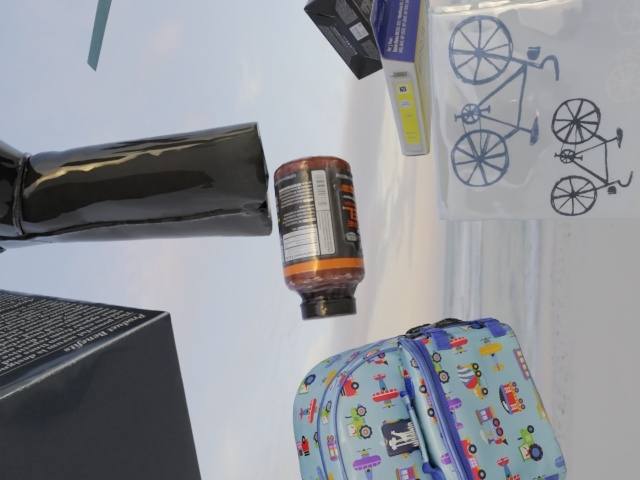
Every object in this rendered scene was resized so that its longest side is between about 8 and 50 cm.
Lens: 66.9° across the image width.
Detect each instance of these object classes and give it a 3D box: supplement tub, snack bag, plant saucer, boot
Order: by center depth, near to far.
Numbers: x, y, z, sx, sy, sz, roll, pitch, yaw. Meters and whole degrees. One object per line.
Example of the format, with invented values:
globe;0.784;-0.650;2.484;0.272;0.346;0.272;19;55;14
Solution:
supplement tub;0.000;0.000;0.618;0.106;0.105;0.198;27;-125;-74
boot;-0.289;-0.097;0.623;0.367;0.444;0.146;100;167;-71
plant saucer;-0.304;-0.314;0.675;0.192;0.018;0.067;-25;57;57
snack bag;0.325;-0.179;0.676;0.037;0.342;0.323;-47;-47;-56

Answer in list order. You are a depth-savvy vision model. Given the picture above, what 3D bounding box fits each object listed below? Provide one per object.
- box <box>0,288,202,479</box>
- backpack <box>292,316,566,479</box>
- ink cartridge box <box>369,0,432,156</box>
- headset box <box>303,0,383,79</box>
box;-0.351;0.230;0.530;0.212;0.395;0.294;-27;-65;-57
backpack;0.071;0.146;0.378;0.117;0.173;0.158;124;138;-62
ink cartridge box;0.168;-0.374;0.903;0.307;0.072;0.304;64;-148;-56
headset box;0.103;-0.571;1.152;0.218;0.110;0.294;41;-128;-35
